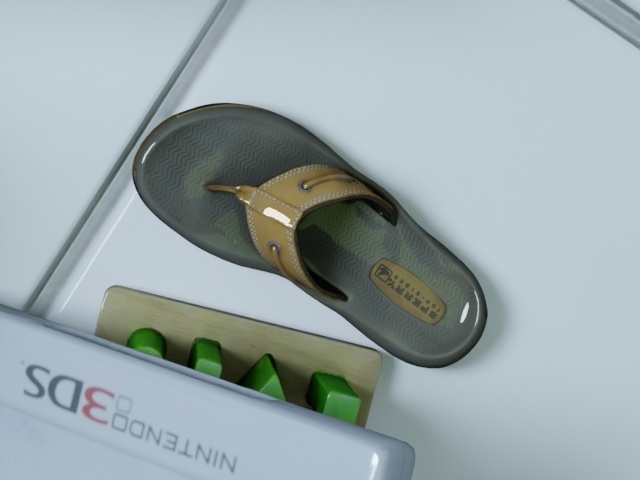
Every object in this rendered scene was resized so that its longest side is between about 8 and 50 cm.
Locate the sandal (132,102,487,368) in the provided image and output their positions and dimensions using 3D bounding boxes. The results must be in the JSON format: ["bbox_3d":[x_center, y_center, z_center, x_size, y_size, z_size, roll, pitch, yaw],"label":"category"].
[{"bbox_3d":[0.000,0.000,0.887,0.219,0.060,0.090,37,90,-8],"label":"sandal"}]

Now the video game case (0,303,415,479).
[{"bbox_3d":[-0.119,0.219,0.809,0.300,0.036,0.329,15,94,34],"label":"video game case"}]

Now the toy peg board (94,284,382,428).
[{"bbox_3d":[-0.059,0.124,0.884,0.161,0.079,0.161,14,93,-6],"label":"toy peg board"}]
